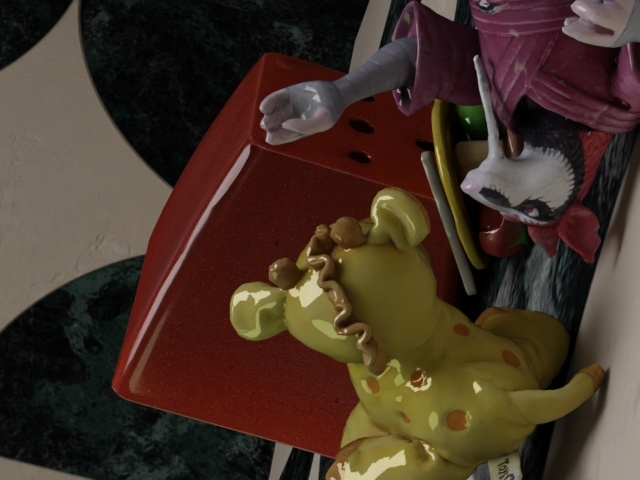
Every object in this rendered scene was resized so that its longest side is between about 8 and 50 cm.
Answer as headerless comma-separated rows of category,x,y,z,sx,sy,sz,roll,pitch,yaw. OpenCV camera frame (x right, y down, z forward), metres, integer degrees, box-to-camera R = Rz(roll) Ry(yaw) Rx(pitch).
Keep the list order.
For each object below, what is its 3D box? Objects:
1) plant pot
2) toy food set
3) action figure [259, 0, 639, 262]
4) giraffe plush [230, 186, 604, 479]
plant pot,0.000,0.000,1.586,0.267,0.267,0.235,-84,13,-61
toy food set,0.132,-0.049,1.404,0.218,0.071,0.128,-70,-37,-69
action figure,0.124,-0.169,1.109,0.276,0.248,0.370,-31,-61,-48
giraffe plush,0.042,0.059,1.107,0.181,0.170,0.210,-41,9,-5
